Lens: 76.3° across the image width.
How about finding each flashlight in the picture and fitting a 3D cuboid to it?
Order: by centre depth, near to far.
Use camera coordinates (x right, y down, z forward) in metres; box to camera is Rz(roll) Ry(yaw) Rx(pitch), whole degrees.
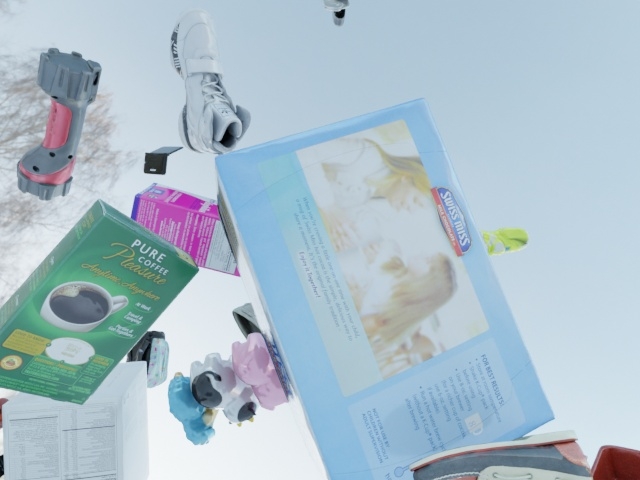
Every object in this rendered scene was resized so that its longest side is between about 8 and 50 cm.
[{"bbox_3d":[-0.524,-0.219,0.798,0.103,0.103,0.304,26,-54,-15],"label":"flashlight"}]

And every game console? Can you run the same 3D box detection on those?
[{"bbox_3d":[-0.530,-0.271,1.377,0.122,0.071,0.107,9,-86,35],"label":"game console"}]

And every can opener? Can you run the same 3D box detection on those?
[{"bbox_3d":[0.021,-0.737,1.174,0.075,0.284,0.095,-8,-26,-7],"label":"can opener"}]

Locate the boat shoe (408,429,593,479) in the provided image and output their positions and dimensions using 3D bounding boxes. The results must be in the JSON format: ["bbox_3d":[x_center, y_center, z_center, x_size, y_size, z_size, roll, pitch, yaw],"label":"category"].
[{"bbox_3d":[0.137,0.176,0.309,0.136,0.043,0.049,-6,-30,-5],"label":"boat shoe"}]

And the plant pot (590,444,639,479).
[{"bbox_3d":[0.449,0.422,0.436,0.267,0.267,0.236,-7,-90,44],"label":"plant pot"}]

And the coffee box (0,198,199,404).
[{"bbox_3d":[-0.218,0.064,0.385,0.184,0.040,0.113,-50,-47,0],"label":"coffee box"}]

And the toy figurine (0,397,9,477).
[{"bbox_3d":[-0.672,0.360,0.711,0.148,0.209,0.213,-33,-45,-12],"label":"toy figurine"}]

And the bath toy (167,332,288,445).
[{"bbox_3d":[-0.107,0.243,0.708,0.348,0.129,0.151,-32,-36,23],"label":"bath toy"}]

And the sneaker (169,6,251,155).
[{"bbox_3d":[-0.274,-0.387,1.043,0.137,0.210,0.366,-17,-56,-40],"label":"sneaker"}]

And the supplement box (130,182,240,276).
[{"bbox_3d":[-0.243,-0.022,0.798,0.219,0.111,0.114,16,-73,-11],"label":"supplement box"}]

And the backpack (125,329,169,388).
[{"bbox_3d":[-0.577,0.400,1.363,0.151,0.182,0.115,-18,-23,34],"label":"backpack"}]

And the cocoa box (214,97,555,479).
[{"bbox_3d":[0.043,0.064,0.472,0.231,0.228,0.347,-20,-94,-14],"label":"cocoa box"}]

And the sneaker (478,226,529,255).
[{"bbox_3d":[0.486,0.015,1.218,0.239,0.091,0.126,-1,-15,5],"label":"sneaker"}]

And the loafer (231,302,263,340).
[{"bbox_3d":[-0.151,0.306,1.146,0.111,0.319,0.112,-3,-51,-41],"label":"loafer"}]

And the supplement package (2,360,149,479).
[{"bbox_3d":[-0.465,0.405,0.807,0.197,0.199,0.263,-1,-88,-11],"label":"supplement package"}]
